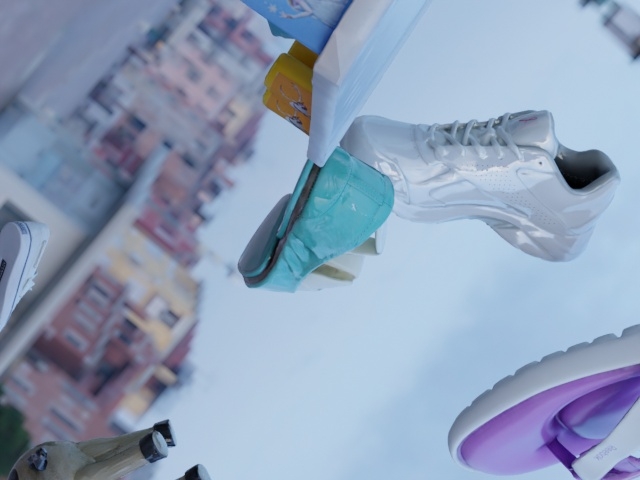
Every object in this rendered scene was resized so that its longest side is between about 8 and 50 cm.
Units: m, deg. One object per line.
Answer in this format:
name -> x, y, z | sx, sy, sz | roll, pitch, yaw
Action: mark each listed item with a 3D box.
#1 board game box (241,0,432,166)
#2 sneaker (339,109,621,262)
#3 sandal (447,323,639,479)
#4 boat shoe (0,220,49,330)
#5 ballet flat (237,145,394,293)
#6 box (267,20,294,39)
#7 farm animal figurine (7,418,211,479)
board game box -> 0.090, -0.219, 0.768 | 0.390, 0.050, 0.390 | -57, 179, -2
sneaker -> 0.129, -0.068, 1.398 | 0.090, 0.232, 0.115 | -97, -151, -43
sandal -> 0.272, 0.128, 1.352 | 0.416, 0.169, 0.102 | -24, -123, 32
boat shoe -> -0.217, 0.027, 1.270 | 0.035, 0.035, 0.100 | -7, 130, -44
ballet flat -> 0.000, 0.000, 1.359 | 0.083, 0.087, 0.247 | -65, -174, -19
box -> 0.073, -0.231, 1.389 | 0.244, 0.060, 0.100 | -33, -151, -27
farm animal figurine -> -0.103, 0.294, 1.188 | 0.172, 0.330, 0.327 | -22, 168, 9
